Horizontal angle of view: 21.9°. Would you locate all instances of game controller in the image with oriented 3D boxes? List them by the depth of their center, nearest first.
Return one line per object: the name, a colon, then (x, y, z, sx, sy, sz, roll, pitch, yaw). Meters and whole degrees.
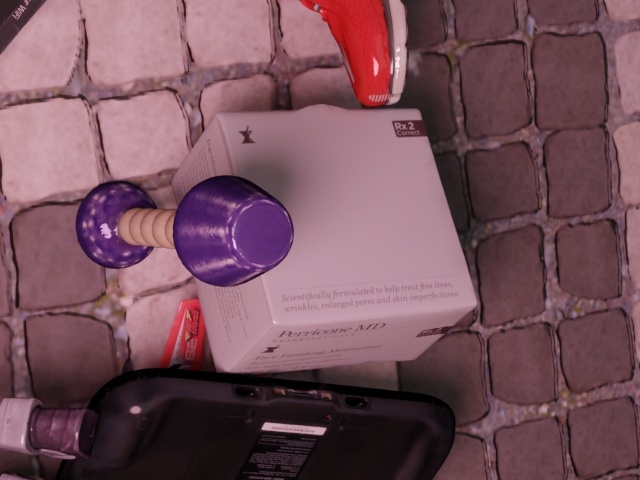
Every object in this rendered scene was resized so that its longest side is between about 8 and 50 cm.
game controller: (-0.046, 0.176, 1.319, 0.319, 0.067, 0.166, 8, 119, -28)

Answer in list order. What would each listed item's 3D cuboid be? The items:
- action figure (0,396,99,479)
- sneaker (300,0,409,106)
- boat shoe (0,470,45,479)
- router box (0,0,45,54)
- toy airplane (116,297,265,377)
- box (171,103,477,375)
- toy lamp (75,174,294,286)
action figure: (-0.308, 0.147, 1.174, 0.285, 0.099, 0.185, 13, 78, -2)
sneaker: (-0.017, -0.223, 1.312, 0.118, 0.107, 0.279, -20, 78, -16)
boat shoe: (-0.282, 0.266, 1.225, 0.068, 0.081, 0.228, 35, 80, -28)
router box: (-0.257, -0.223, 1.231, 0.133, 0.046, 0.179, 43, 74, -23)
toy airplane: (-0.094, 0.114, 1.340, 0.151, 0.028, 0.151, -8, 110, -21)
box: (0.000, 0.000, 1.298, 0.181, 0.119, 0.182, -4, 66, -27)
toy lamp: (-0.099, -0.010, 1.195, 0.080, 0.274, 0.080, -2, 94, -28)
